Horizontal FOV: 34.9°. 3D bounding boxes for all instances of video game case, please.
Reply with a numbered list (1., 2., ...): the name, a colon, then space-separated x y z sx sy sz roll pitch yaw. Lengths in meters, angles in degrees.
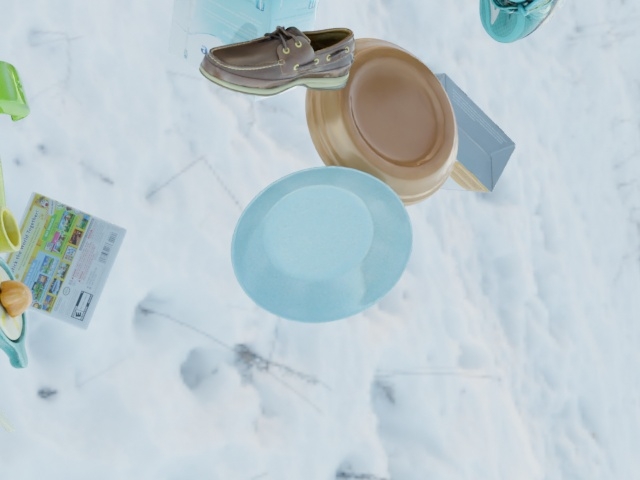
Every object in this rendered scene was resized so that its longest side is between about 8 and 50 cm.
1. video game case: -0.531 0.043 2.072 0.206 0.026 0.226 23 82 -18

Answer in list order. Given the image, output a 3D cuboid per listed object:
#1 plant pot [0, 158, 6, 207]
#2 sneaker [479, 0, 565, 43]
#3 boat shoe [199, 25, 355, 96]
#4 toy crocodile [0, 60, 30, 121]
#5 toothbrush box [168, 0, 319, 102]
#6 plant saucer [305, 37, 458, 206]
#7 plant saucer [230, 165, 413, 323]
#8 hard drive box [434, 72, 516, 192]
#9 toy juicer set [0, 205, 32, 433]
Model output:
1. plant pot: -0.666 -0.079 1.637 0.207 0.228 0.227 27 46 -62
2. sneaker: 0.223 -0.296 1.133 0.110 0.107 0.275 -48 173 -16
3. boat shoe: -0.038 -0.181 0.989 0.178 0.064 0.060 -11 135 -40
4. toy crocodile: -0.516 -0.130 1.213 0.115 0.341 0.105 57 -16 15
5. toothbrush box: -0.118 -0.406 1.648 0.126 0.216 0.295 -24 137 -45
6. plant saucer: 0.077 -0.136 1.134 0.200 0.037 0.199 10 70 -28
7. plant saucer: 0.000 0.000 1.087 0.037 0.195 0.195 -106 172 -59
8. hard drive box: 0.145 -0.161 1.532 0.181 0.232 0.089 38 74 -32
9. toy juicer set: -0.445 0.070 1.359 0.209 0.090 0.328 70 5 -64
